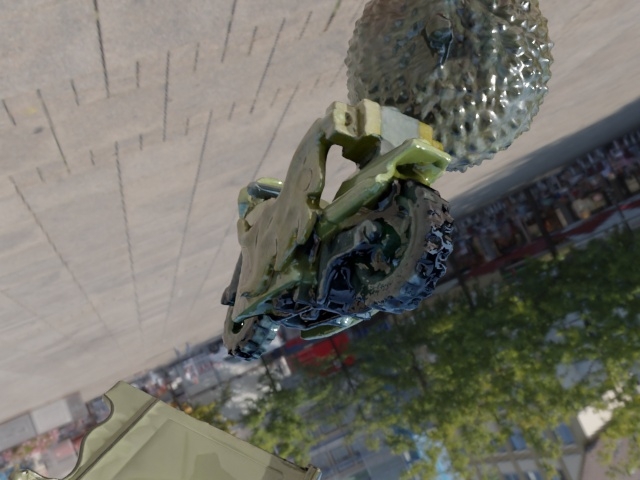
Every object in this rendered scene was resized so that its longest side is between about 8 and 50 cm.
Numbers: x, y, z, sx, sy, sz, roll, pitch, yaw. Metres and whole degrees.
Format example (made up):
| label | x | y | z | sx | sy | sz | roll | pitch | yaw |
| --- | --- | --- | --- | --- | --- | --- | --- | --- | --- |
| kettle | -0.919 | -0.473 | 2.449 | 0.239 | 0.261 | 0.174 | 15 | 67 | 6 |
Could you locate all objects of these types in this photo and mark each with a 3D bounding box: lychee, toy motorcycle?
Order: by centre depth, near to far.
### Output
| label | x | y | z | sx | sy | sz | roll | pitch | yaw |
| --- | --- | --- | --- | --- | --- | --- | --- | --- | --- |
| toy motorcycle | 0.000 | 0.000 | 0.754 | 0.169 | 0.236 | 0.410 | 17 | 155 | -29 |
| lychee | 0.159 | -0.212 | 0.833 | 0.255 | 0.255 | 0.274 | -26 | 173 | 16 |

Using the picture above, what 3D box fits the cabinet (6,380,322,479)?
| label | x | y | z | sx | sy | sz | roll | pitch | yaw |
| --- | --- | --- | --- | --- | --- | --- | --- | --- | --- |
| cabinet | -0.208 | 0.400 | 0.862 | 0.227 | 0.318 | 0.289 | -49 | 157 | -58 |
